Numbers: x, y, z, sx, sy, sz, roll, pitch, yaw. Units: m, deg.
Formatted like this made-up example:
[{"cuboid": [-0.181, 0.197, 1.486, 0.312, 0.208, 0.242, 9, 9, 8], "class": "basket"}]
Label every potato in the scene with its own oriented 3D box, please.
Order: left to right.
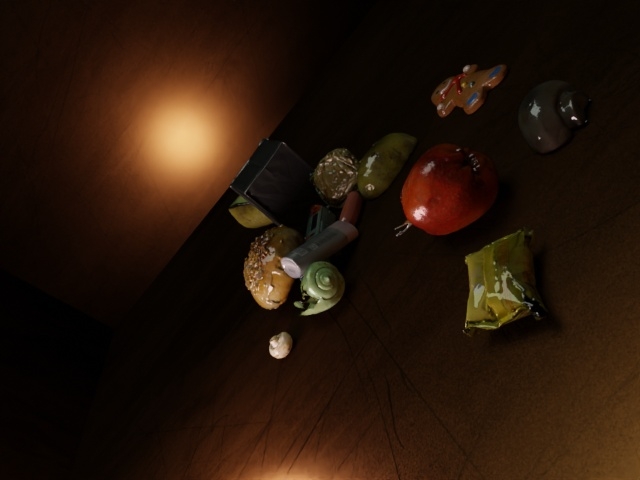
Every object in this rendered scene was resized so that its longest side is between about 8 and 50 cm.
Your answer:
[{"cuboid": [-0.197, -0.187, 2.323, 0.280, 0.212, 0.330, -2, 43, 39], "class": "potato"}, {"cuboid": [0.207, -0.278, 1.755, 0.271, 0.111, 0.160, -56, 25, -4], "class": "potato"}]

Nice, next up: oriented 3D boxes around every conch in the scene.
[{"cuboid": [-0.024, 0.164, 1.528, 0.250, 0.137, 0.143, -46, 44, 43], "class": "conch"}]

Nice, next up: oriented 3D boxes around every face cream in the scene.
[{"cuboid": [0.000, 0.022, 1.614, 0.107, 0.073, 0.269, 21, 43, 39], "class": "face cream"}]

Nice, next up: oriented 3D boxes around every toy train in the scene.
[{"cuboid": [0.000, 0.000, 1.777, 0.089, 0.086, 0.409, -37, 27, 31], "class": "toy train"}]

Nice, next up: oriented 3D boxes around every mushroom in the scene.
[{"cuboid": [-0.126, 0.325, 1.577, 0.083, 0.067, 0.083, -41, 20, 18], "class": "mushroom"}, {"cuboid": [0.532, -0.301, 1.187, 0.141, 0.117, 0.188, -36, 30, 60], "class": "mushroom"}]

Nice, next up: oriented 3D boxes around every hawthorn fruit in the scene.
[{"cuboid": [0.290, -0.104, 1.247, 0.299, 0.211, 0.211, -50, 21, 34], "class": "hawthorn fruit"}]

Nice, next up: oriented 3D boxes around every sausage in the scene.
[{"cuboid": [0.106, -0.102, 1.751, 0.062, 0.062, 0.154, -27, 34, 46], "class": "sausage"}]

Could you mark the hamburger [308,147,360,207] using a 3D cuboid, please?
[{"cuboid": [0.073, -0.235, 1.888, 0.206, 0.183, 0.130, -45, -10, 24], "class": "hamburger"}]

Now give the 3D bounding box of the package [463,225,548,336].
[{"cuboid": [0.355, 0.080, 0.988, 0.168, 0.090, 0.226, -28, 36, 39], "class": "package"}]

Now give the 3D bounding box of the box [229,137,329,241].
[{"cuboid": [-0.141, -0.199, 2.009, 0.251, 0.345, 0.204, -54, 28, -5], "class": "box"}]

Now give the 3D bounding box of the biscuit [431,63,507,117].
[{"cuboid": [0.462, -0.499, 1.671, 0.205, 0.049, 0.324, -52, 21, 5], "class": "biscuit"}]

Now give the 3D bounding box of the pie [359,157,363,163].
[{"cuboid": [0.162, -0.292, 1.970, 0.084, 0.021, 0.084, -46, 20, 22], "class": "pie"}]

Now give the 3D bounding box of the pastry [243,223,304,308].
[{"cuboid": [-0.174, 0.086, 1.769, 0.315, 0.184, 0.284, -79, 9, -57], "class": "pastry"}]
